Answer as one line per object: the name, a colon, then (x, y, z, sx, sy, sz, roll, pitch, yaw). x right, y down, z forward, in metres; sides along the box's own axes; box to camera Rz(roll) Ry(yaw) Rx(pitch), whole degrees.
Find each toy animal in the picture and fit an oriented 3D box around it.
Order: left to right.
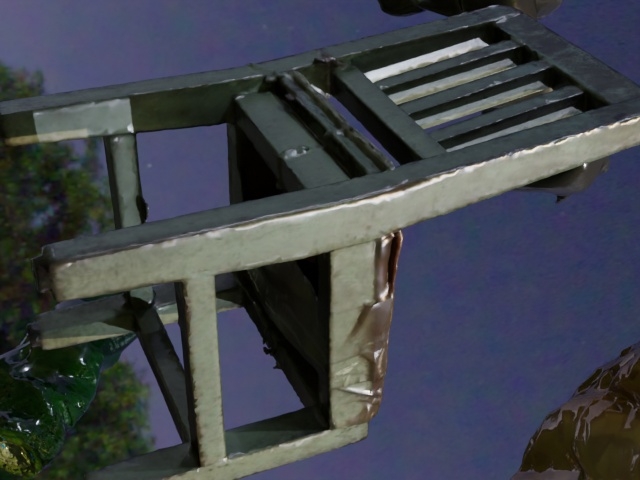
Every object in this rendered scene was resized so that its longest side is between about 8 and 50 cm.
toy animal: (0.141, -0.128, 0.783, 0.146, 0.245, 0.114, -6, -128, 54)

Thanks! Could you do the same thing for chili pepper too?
chili pepper: (-0.191, 0.084, 0.755, 0.098, 0.224, 0.061, 4, -56, 18)

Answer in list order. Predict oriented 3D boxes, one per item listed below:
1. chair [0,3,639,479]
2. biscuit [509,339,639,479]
chair: (0.000, 0.000, 0.458, 0.136, 0.271, 0.147, -128, -149, -48)
biscuit: (0.196, 0.201, 0.565, 0.296, 0.102, 0.296, -58, -162, 32)
